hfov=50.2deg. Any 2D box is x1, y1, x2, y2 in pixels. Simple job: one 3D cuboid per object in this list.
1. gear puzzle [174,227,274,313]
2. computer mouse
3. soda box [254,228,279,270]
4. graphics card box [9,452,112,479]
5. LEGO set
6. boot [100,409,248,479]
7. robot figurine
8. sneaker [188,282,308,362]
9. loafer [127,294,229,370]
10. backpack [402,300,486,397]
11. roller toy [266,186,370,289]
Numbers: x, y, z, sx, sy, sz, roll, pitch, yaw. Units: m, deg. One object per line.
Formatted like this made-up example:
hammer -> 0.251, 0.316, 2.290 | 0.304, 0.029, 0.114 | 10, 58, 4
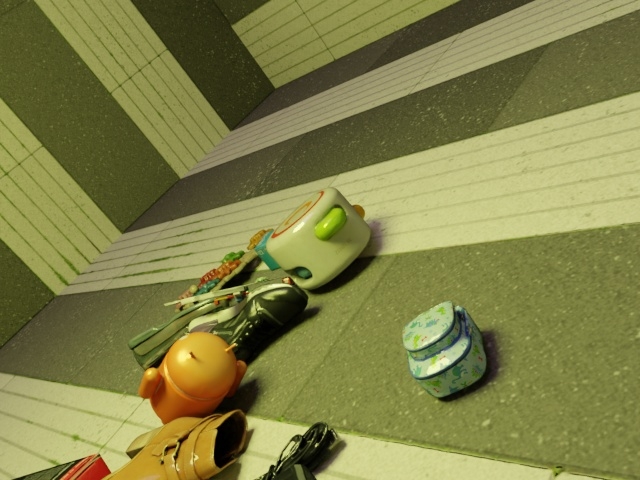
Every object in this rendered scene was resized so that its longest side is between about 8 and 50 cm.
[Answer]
gear puzzle -> -0.228, 0.055, 1.726 | 0.175, 0.044, 0.339 | -24, 15, 49
computer mouse -> -0.032, 0.345, 0.844 | 0.188, 0.072, 0.272 | -40, 9, -1
soda box -> -0.049, -0.002, 1.577 | 0.210, 0.071, 0.067 | -21, 26, 36
graphics card box -> -0.558, 0.514, 1.210 | 0.371, 0.094, 0.233 | -23, 11, 30
LEGO set -> -0.171, 0.119, 1.412 | 0.244, 0.060, 0.183 | -10, -4, -44
boot -> -0.235, 0.383, 1.053 | 0.220, 0.109, 0.283 | -21, 18, 26
robot figurine -> -0.222, 0.245, 1.200 | 0.219, 0.158, 0.128 | -55, 7, 41
sneaker -> -0.140, 0.186, 1.331 | 0.283, 0.107, 0.124 | -27, 42, 26
loafer -> -0.315, 0.212, 1.572 | 0.268, 0.084, 0.096 | -28, -9, 13
backpack -> 0.162, 0.146, 0.917 | 0.105, 0.084, 0.114 | -33, 24, 18
roller toy -> 0.000, 0.000, 1.393 | 0.191, 0.146, 0.209 | -38, 12, 18
